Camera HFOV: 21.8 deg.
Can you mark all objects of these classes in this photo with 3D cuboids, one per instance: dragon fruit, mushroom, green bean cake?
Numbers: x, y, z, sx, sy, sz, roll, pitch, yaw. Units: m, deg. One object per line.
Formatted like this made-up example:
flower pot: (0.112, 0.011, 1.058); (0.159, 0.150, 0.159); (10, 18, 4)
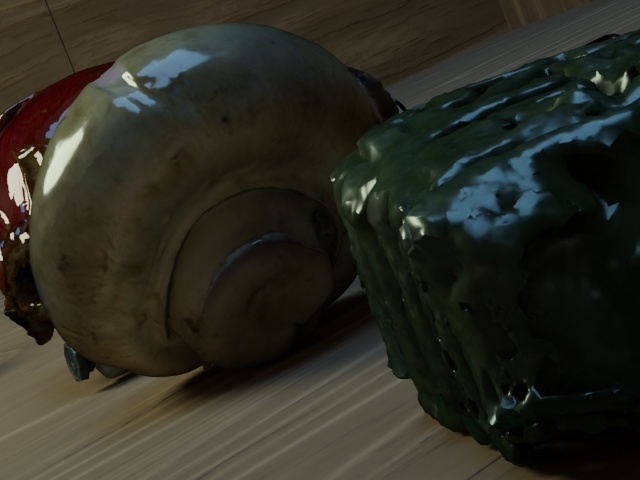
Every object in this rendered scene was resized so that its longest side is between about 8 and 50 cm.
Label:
dragon fruit: (-0.149, -0.032, 1.313); (0.250, 0.250, 0.315); (-14, 25, 52)
mushroom: (-0.061, -0.022, 1.038); (0.255, 0.255, 0.184); (-24, 41, -8)
green bean cake: (0.138, -0.015, 0.646); (0.241, 0.132, 0.255); (-20, 6, -5)

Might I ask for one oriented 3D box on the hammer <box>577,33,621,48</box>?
hammer: (0.098, -0.063, 1.323); (0.242, 0.095, 0.409); (-24, 5, -11)

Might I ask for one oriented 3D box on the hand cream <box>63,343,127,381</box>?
hand cream: (-0.094, 0.054, 1.219); (0.194, 0.042, 0.067); (-22, 1, -24)

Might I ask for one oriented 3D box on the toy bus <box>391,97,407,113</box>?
toy bus: (0.056, -0.130, 2.032); (0.123, 0.075, 0.060); (-22, 6, 7)
